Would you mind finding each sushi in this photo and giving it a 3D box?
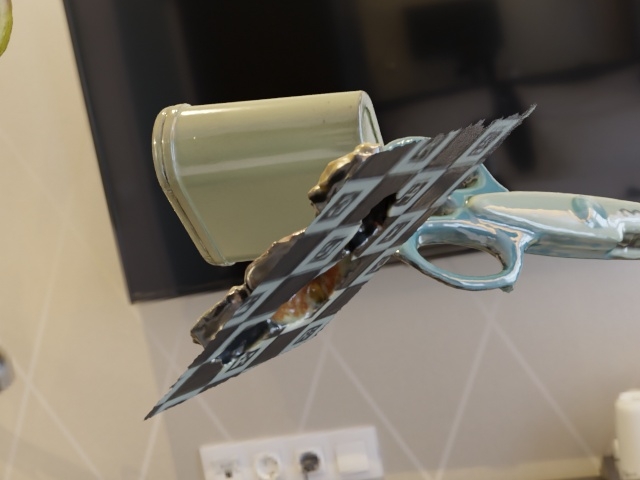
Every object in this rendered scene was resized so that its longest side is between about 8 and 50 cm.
[{"bbox_3d":[0.000,0.000,0.427,0.139,0.031,0.201,-19,-24,-51],"label":"sushi"}]

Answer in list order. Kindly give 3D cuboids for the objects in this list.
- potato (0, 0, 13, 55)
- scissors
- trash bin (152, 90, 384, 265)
[{"bbox_3d":[-0.217,-0.123,0.421,0.107,0.080,0.170,29,3,19],"label":"potato"},{"bbox_3d":[0.175,-0.012,0.649,0.289,0.041,0.138,5,45,-21],"label":"scissors"},{"bbox_3d":[-0.046,-0.071,1.098,0.247,0.243,0.121,-4,53,14],"label":"trash bin"}]
